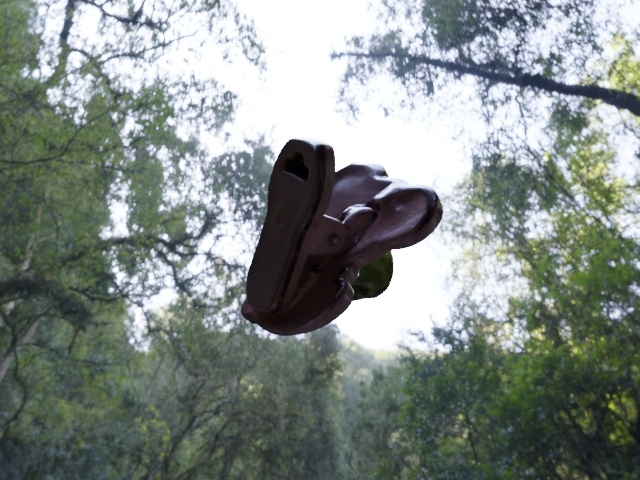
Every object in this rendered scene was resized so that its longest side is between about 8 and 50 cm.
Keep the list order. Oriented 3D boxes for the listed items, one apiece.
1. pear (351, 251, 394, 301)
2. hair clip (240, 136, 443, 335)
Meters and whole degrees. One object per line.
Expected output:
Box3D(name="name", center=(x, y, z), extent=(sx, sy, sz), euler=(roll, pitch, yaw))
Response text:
Box3D(name="pear", center=(0.072, 0.033, 1.569), extent=(0.286, 0.282, 0.176), euler=(-17, -27, -50))
Box3D(name="hair clip", center=(0.009, 0.003, 0.424), extent=(0.102, 0.123, 0.138), euler=(11, -83, -32))
